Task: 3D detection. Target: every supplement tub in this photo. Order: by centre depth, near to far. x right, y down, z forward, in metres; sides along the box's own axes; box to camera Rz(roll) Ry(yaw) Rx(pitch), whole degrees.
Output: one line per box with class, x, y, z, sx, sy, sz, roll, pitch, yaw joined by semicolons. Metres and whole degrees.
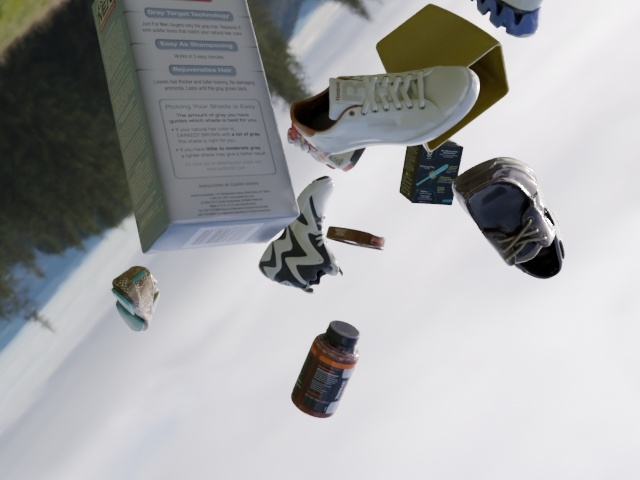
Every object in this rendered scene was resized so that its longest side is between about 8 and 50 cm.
supplement tub;0.017;0.267;1.967;0.106;0.106;0.197;-85;-164;-69

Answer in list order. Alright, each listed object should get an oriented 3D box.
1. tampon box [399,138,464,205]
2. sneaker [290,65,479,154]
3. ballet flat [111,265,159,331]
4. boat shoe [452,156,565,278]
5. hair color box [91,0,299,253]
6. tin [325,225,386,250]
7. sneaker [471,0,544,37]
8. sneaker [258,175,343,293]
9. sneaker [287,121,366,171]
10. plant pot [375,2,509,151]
tampon box;0.286;-0.183;2.440;0.101;0.121;0.160;-130;-134;-65
sneaker;0.085;-0.198;1.380;0.290;0.123;0.105;-15;-115;29
ballet flat;-0.274;0.088;1.433;0.067;0.073;0.206;-45;176;-18
boat shoe;0.343;-0.030;1.599;0.132;0.355;0.130;-33;-123;21
hair color box;-0.173;-0.180;1.263;0.185;0.374;0.114;-5;163;-30
tin;0.089;-0.007;2.388;0.190;0.106;0.040;10;-91;56
sneaker;0.278;-0.502;1.578;0.127;0.316;0.182;-52;176;-46
sneaker;0.000;0.000;1.842;0.235;0.153;0.094;-56;166;-11
sneaker;0.008;-0.221;2.038;0.090;0.145;0.270;-60;-167;-5
plant pot;0.232;-0.343;1.885;0.212;0.187;0.212;-37;156;2
